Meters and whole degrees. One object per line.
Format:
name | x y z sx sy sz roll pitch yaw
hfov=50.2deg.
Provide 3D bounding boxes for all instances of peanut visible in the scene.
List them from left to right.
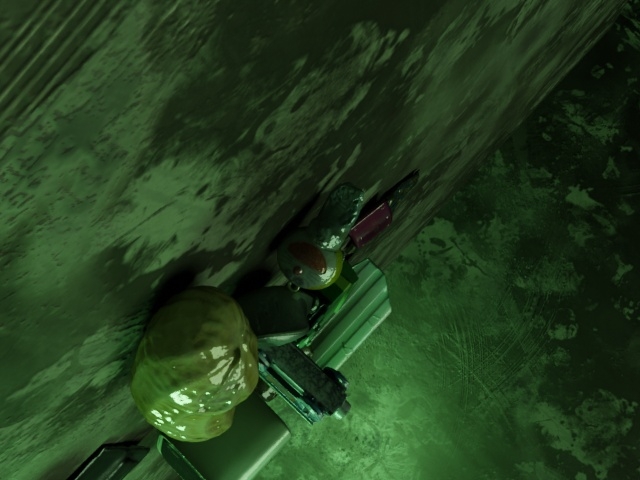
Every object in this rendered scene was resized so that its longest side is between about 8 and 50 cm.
peanut | -0.187 0.187 0.994 0.174 0.159 0.340 4 148 -25

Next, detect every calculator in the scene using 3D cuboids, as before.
calculator | 0.127 -0.037 1.700 0.126 0.034 0.190 -39 163 0

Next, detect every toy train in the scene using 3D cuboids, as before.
toy train | -0.068 0.294 1.541 0.131 0.299 0.202 -45 178 -19
toy train | -0.020 0.160 1.707 0.202 0.120 0.301 -45 171 -22

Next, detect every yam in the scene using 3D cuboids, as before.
yam | -0.131 0.347 1.921 0.254 0.154 0.154 -42 170 -8

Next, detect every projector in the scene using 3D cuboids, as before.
projector | -0.256 0.530 1.799 0.249 0.248 0.249 -41 169 -28

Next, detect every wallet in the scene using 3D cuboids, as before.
wallet | -0.485 0.521 1.417 0.247 0.041 0.323 -46 165 -11

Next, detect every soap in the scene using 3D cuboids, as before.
soap | 0.068 0.216 2.044 0.347 0.208 0.115 -48 172 4

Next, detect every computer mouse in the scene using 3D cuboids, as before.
computer mouse | -0.101 0.126 1.284 0.167 0.090 0.379 -13 -175 4

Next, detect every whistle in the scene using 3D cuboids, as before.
whistle | 0.000 0.000 1.173 0.223 0.122 0.123 -58 167 20

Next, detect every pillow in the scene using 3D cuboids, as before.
pillow | 0.170 -0.073 1.850 0.189 0.034 0.256 -40 167 -45
